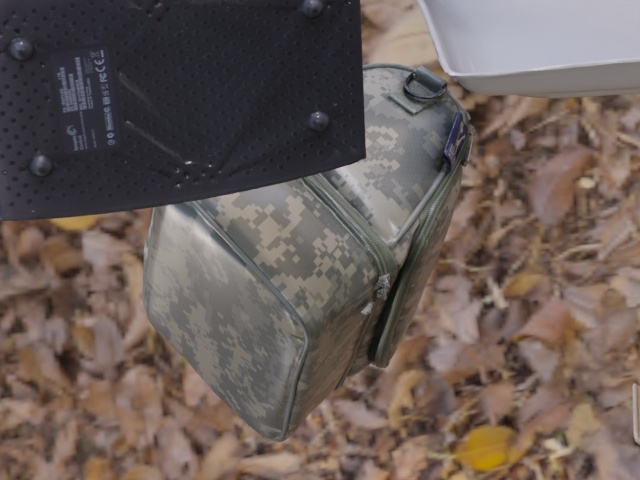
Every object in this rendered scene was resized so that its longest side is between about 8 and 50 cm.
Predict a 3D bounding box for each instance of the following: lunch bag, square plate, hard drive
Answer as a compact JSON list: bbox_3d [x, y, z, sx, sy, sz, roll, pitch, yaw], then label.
[{"bbox_3d":[0.000,0.000,1.231,0.212,0.256,0.305,42,153,16],"label":"lunch bag"},{"bbox_3d":[0.253,-0.200,1.218,0.344,0.347,0.049,-101,8,-61],"label":"square plate"},{"bbox_3d":[-0.099,-0.110,0.914,0.054,0.255,0.172,-118,21,-57],"label":"hard drive"}]

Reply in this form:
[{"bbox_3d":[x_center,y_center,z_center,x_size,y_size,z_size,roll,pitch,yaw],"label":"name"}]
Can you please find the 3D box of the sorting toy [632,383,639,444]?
[{"bbox_3d":[0.213,0.116,0.806,0.062,0.083,0.012,11,121,6],"label":"sorting toy"}]
